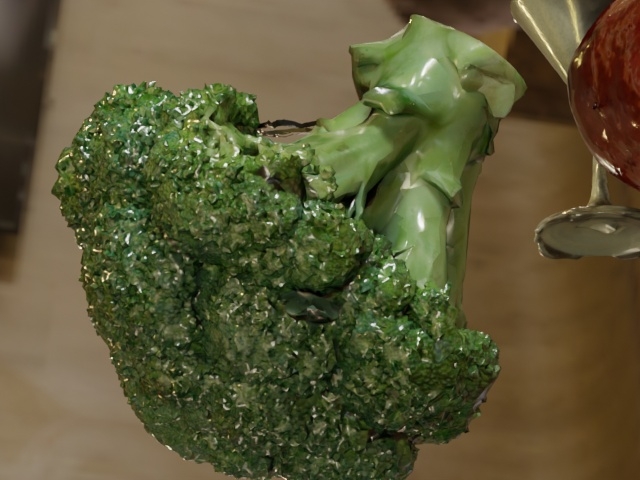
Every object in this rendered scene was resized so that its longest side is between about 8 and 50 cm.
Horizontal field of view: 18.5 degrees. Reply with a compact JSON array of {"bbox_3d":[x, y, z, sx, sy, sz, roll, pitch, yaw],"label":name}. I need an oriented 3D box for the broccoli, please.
[{"bbox_3d":[0.000,0.000,1.034,0.270,0.270,0.270,-50,3,-6],"label":"broccoli"}]

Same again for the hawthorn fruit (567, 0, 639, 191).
[{"bbox_3d":[0.303,-0.120,1.573,0.261,0.224,0.224,-16,62,49],"label":"hawthorn fruit"}]

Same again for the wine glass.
[{"bbox_3d":[0.238,-0.106,1.698,0.156,0.156,0.232,112,161,-68],"label":"wine glass"}]

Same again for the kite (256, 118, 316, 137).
[{"bbox_3d":[-0.042,-0.091,1.629,0.152,0.285,0.015,-28,-62,-88],"label":"kite"}]
